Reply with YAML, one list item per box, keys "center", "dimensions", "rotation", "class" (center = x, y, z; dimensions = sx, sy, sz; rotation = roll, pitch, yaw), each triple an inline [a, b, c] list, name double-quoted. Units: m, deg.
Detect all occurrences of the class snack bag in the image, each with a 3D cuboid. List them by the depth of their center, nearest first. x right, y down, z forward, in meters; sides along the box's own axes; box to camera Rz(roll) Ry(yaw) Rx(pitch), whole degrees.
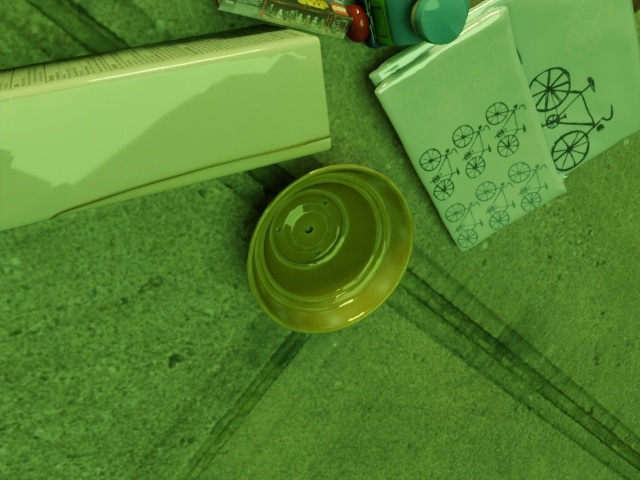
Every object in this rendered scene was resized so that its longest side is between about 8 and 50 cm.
- center: [0.271, -0.173, 0.778]
  dimensions: [0.342, 0.037, 0.323]
  rotation: [-32, 128, 5]
  class: "snack bag"

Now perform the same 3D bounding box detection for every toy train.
- center: [0.076, -0.322, 0.613]
  dimensions: [0.105, 0.143, 0.248]
  rotation: [-24, 120, -15]
  class: "toy train"

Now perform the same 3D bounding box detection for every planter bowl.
- center: [0.000, 0.000, 0.749]
  dimensions: [0.217, 0.090, 0.217]
  rotation: [-10, 115, -22]
  class: "planter bowl"

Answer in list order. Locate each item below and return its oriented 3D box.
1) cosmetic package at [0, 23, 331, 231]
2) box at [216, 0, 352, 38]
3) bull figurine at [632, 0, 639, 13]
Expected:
- center: [-0.163, -0.123, 0.579]
  dimensions: [0.309, 0.160, 0.113]
  rotation: [-17, 118, -17]
  class: "cosmetic package"
- center: [-0.043, -0.257, 0.616]
  dimensions: [0.137, 0.094, 0.027]
  rotation: [4, 140, -26]
  class: "box"
- center: [0.332, -0.403, 0.717]
  dimensions: [0.188, 0.101, 0.310]
  rotation: [-43, 128, 17]
  class: "bull figurine"
